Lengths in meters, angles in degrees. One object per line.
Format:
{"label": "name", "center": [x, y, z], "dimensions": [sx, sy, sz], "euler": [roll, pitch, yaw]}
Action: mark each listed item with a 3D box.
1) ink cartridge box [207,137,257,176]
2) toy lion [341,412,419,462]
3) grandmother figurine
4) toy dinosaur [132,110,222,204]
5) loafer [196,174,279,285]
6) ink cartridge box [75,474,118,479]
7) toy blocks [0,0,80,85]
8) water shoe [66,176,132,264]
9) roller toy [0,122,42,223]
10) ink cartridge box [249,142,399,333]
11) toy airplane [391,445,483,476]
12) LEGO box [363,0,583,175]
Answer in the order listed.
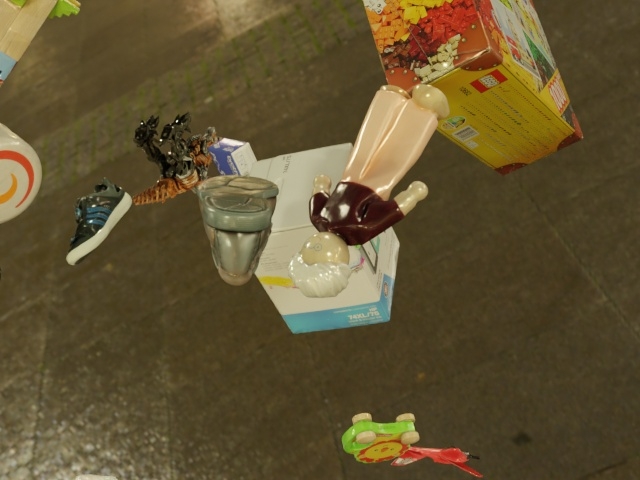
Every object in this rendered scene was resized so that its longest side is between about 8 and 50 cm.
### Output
{"label": "ink cartridge box", "center": [-0.138, -0.095, 1.867], "dimensions": [0.046, 0.207, 0.097], "euler": [-35, 27, -23]}
{"label": "toy lion", "center": [0.070, 0.249, 1.196], "dimensions": [0.096, 0.100, 0.034], "euler": [-53, 40, 44]}
{"label": "grandmother figurine", "center": [0.055, -0.068, 1.390], "dimensions": [0.208, 0.104, 0.342], "euler": [1, 58, 55]}
{"label": "toy dinosaur", "center": [-0.350, -0.196, 2.399], "dimensions": [0.164, 0.218, 0.322], "euler": [-12, 30, 18]}
{"label": "loafer", "center": [-0.098, -0.019, 1.109], "dimensions": [0.096, 0.084, 0.267], "euler": [4, 12, -3]}
{"label": "ink cartridge box", "center": [-0.219, 0.389, 1.041], "dimensions": [0.232, 0.066, 0.189], "euler": [28, 104, 54]}
{"label": "toy blocks", "center": [-0.658, -0.436, 2.028], "dimensions": [0.261, 0.191, 0.381], "euler": [-53, 22, 9]}
{"label": "water shoe", "center": [-0.409, -0.034, 1.703], "dimensions": [0.073, 0.080, 0.203], "euler": [-36, 17, 33]}
{"label": "roller toy", "center": [-0.675, -0.139, 1.944], "dimensions": [0.191, 0.209, 0.146], "euler": [0, 26, -47]}
{"label": "ink cartridge box", "center": [0.000, 0.000, 1.725], "dimensions": [0.197, 0.270, 0.198], "euler": [-9, 45, 22]}
{"label": "toy airplane", "center": [0.168, 0.319, 1.437], "dimensions": [0.151, 0.151, 0.028], "euler": [7, 91, 44]}
{"label": "LEGO box", "center": [0.283, -0.382, 1.846], "dimensions": [0.193, 0.500, 0.372], "euler": [-25, 66, 25]}
